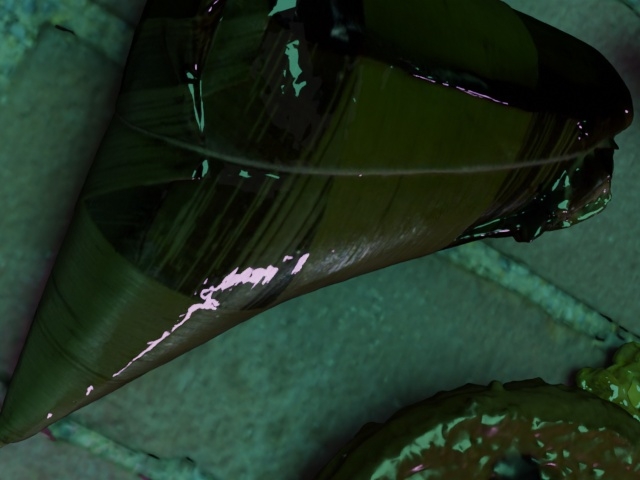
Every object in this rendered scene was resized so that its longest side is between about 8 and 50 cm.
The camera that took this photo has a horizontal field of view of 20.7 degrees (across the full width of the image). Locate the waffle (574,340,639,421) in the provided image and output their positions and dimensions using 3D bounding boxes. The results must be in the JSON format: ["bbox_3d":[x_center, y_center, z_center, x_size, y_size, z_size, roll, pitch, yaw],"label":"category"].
[{"bbox_3d":[0.229,0.149,1.101,0.192,0.046,0.160,16,87,-22],"label":"waffle"}]

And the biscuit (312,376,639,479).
[{"bbox_3d":[0.099,0.213,1.016,0.296,0.075,0.296,-4,101,-20],"label":"biscuit"}]

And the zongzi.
[{"bbox_3d":[0.000,0.000,0.960,0.289,0.154,0.317,20,102,-28],"label":"zongzi"}]
